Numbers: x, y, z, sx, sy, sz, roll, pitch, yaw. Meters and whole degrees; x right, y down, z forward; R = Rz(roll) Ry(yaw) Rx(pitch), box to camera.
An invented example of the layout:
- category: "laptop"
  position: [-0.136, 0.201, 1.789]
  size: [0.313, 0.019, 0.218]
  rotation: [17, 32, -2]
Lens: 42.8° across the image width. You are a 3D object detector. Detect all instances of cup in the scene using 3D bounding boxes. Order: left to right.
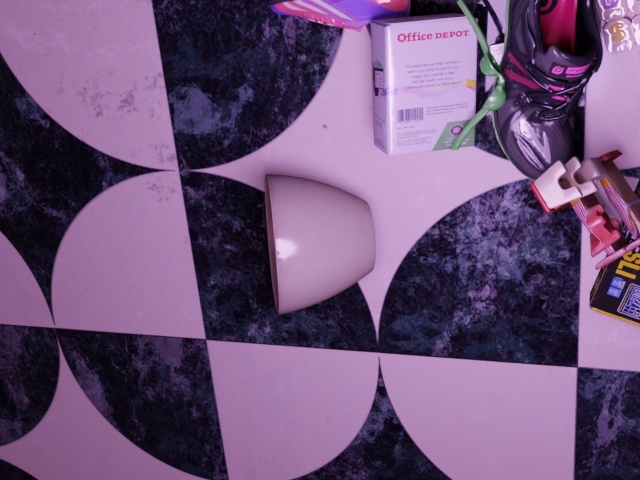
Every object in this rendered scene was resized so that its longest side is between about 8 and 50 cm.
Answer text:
- category: "cup"
  position: [0.000, 0.000, 1.925]
  size: [0.237, 0.331, 0.330]
  rotation: [-5, 113, -5]

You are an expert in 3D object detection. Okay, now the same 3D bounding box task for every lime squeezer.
- category: "lime squeezer"
  position: [0.330, -0.334, 1.672]
  size: [0.110, 0.059, 0.310]
  rotation: [16, 118, 36]

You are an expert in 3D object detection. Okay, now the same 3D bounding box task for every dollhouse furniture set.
- category: "dollhouse furniture set"
  position: [0.530, -0.048, 1.614]
  size: [0.152, 0.374, 0.201]
  rotation: [-38, 76, 35]

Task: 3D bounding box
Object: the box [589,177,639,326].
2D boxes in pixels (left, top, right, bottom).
- category: "box"
  position: [0.772, 0.046, 1.794]
  size: [0.257, 0.079, 0.321]
  rotation: [20, 117, 11]

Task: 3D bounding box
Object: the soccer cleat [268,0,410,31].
- category: "soccer cleat"
  position: [0.039, -0.508, 1.787]
  size: [0.318, 0.108, 0.116]
  rotation: [-1, 116, 16]

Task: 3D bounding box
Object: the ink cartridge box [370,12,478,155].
- category: "ink cartridge box"
  position: [0.220, -0.337, 1.745]
  size: [0.202, 0.117, 0.278]
  rotation: [-8, 113, -12]

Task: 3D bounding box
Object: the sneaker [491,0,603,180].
- category: "sneaker"
  position: [0.456, -0.336, 1.648]
  size: [0.185, 0.202, 0.482]
  rotation: [-8, 113, -4]

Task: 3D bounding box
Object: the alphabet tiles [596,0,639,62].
- category: "alphabet tiles"
  position: [0.705, -0.471, 1.624]
  size: [0.284, 0.021, 0.277]
  rotation: [-11, 108, 23]

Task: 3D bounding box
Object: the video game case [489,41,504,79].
- category: "video game case"
  position: [0.419, -0.371, 1.768]
  size: [0.087, 0.011, 0.122]
  rotation: [-7, 110, 21]
